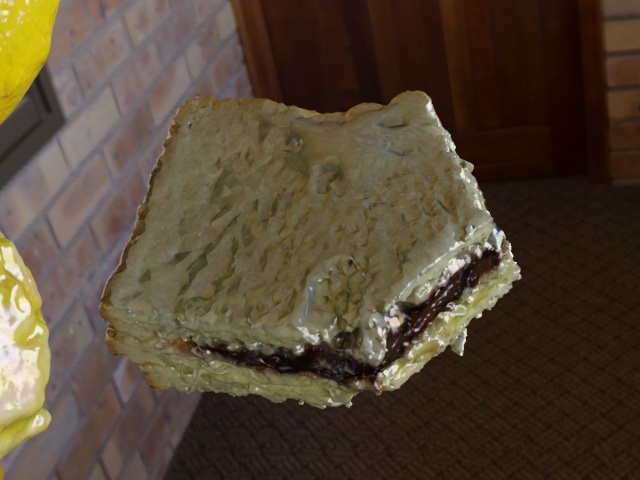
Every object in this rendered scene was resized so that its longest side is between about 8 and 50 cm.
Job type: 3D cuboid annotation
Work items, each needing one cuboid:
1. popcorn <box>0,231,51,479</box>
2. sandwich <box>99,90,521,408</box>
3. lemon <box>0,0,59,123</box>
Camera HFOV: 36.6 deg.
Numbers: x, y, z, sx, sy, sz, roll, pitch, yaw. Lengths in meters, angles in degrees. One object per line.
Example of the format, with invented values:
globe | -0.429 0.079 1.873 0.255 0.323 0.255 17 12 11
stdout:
popcorn | -0.289 0.080 0.589 0.212 0.259 0.259 -10 29 26
sandwich | 0.000 0.000 0.818 0.325 0.131 0.262 2 53 20
lemon | -0.368 -0.212 0.868 0.284 0.260 0.260 -57 40 -1
